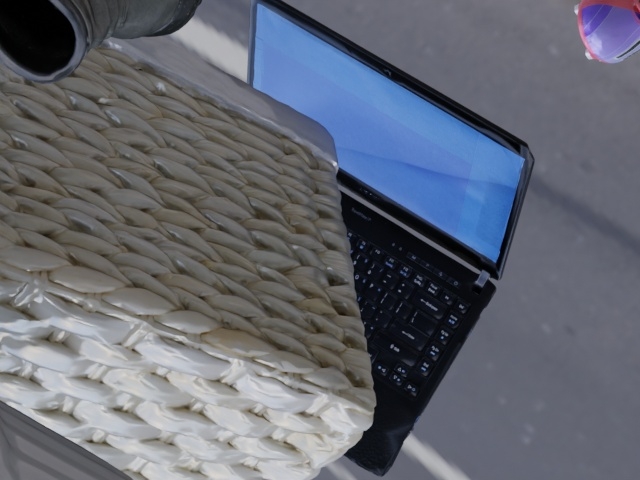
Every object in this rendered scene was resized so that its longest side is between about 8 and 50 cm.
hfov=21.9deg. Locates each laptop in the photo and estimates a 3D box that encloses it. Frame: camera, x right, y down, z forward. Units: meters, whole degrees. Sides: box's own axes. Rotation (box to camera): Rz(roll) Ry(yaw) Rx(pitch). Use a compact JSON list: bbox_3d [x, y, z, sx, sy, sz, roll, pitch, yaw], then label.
[{"bbox_3d":[0.000,0.000,1.177,0.234,0.264,0.136,32,-175,17],"label":"laptop"}]

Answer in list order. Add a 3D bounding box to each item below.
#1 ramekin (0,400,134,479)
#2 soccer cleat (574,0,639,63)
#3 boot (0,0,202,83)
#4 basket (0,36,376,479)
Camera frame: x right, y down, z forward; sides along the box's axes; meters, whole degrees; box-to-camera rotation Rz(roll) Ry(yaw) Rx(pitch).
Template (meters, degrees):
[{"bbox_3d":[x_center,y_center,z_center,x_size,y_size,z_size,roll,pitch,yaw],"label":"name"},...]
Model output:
[{"bbox_3d":[-0.184,0.194,0.723,0.135,0.277,0.277,32,177,-36],"label":"ramekin"},{"bbox_3d":[0.348,-0.233,1.705,0.095,0.248,0.083,-13,89,38],"label":"soccer cleat"},{"bbox_3d":[-0.173,-0.180,0.801,0.246,0.083,0.161,41,-157,7],"label":"boot"},{"bbox_3d":[-0.186,0.052,1.030,0.331,0.328,0.266,24,-144,-33],"label":"basket"}]
